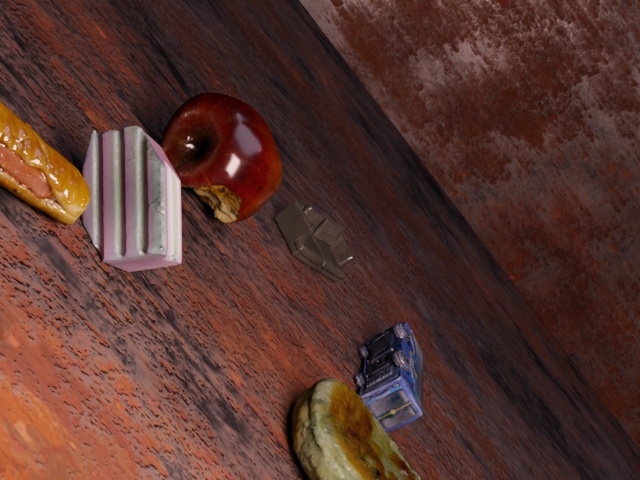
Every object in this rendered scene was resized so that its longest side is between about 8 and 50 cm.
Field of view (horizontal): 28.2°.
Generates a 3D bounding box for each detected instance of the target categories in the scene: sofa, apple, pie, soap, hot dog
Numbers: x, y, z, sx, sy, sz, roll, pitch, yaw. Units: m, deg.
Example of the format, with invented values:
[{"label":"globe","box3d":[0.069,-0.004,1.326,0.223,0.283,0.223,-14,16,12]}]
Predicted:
[{"label":"sofa","box3d":[0.000,0.000,1.987,0.147,0.060,0.085,35,25,-54]},{"label":"apple","box3d":[-0.124,-0.109,1.678,0.156,0.147,0.158,38,3,31]},{"label":"pie","box3d":[0.066,0.296,1.509,0.302,0.067,0.302,50,14,-17]},{"label":"soap","box3d":[-0.201,-0.045,1.354,0.056,0.100,0.149,36,48,-66]},{"label":"hot dog","box3d":[-0.322,-0.109,1.204,0.286,0.061,0.088,43,7,-44]}]

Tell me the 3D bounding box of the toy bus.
[{"label":"toy bus","box3d":[0.110,0.193,1.860,0.094,0.079,0.236,53,14,-12]}]
